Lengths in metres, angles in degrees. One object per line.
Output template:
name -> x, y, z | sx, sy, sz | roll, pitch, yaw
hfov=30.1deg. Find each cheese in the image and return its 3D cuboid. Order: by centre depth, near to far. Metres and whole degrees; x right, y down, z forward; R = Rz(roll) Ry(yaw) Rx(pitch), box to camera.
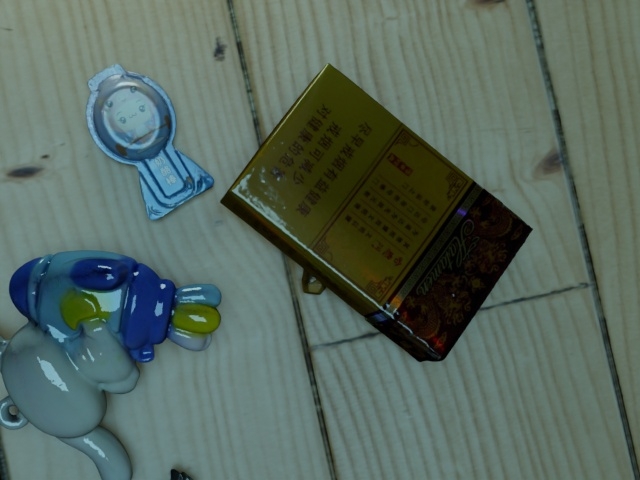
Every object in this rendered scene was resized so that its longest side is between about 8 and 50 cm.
cheese -> -0.276, -0.161, 1.852 | 0.135, 0.052, 0.245 | -32, 90, -6

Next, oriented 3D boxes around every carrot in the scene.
carrot -> 0.000, 0.000, 1.874 | 0.042, 0.042, 0.171 | 8, 84, -4

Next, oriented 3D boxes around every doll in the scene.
doll -> -0.350, 0.141, 1.781 | 0.376, 0.187, 0.365 | 40, 93, -29

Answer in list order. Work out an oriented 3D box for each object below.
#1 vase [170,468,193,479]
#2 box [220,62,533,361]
vase -> -0.257, 0.428, 1.799 | 0.120, 0.120, 0.183 | 43, 70, -1
box -> 0.088, -0.035, 1.818 | 0.415, 0.116, 0.264 | 38, 76, -7
